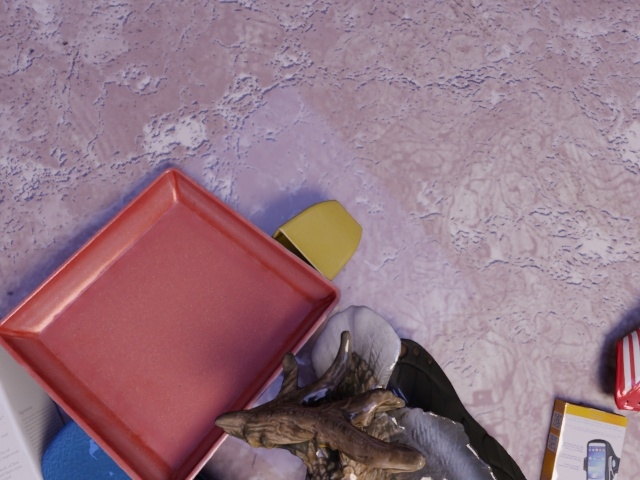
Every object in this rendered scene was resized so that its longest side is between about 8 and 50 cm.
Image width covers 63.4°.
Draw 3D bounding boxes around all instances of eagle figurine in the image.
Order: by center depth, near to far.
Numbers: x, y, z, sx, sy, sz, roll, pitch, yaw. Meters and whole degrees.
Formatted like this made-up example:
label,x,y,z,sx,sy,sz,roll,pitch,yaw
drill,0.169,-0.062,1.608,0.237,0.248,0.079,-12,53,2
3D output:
label,x,y,z,sx,sy,sz,roll,pitch,yaw
eagle figurine,0.040,0.236,0.472,0.225,0.226,0.298,-35,120,-1

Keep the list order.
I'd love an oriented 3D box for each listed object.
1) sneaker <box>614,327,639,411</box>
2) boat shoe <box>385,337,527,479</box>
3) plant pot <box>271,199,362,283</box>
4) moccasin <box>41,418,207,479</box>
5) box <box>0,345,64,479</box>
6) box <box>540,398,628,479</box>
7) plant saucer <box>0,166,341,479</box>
label,x,y,z,sx,sy,sz,roll,pitch,yaw
sneaker,0.428,0.201,0.601,0.128,0.087,0.221,-33,65,23
boat shoe,0.135,0.263,0.575,0.120,0.122,0.324,-37,83,31
plant pot,0.000,0.000,0.598,0.083,0.081,0.081,-43,90,-21
moccasin,-0.126,0.298,0.545,0.138,0.117,0.342,-43,86,-7
box,-0.363,0.196,0.544,0.130,0.091,0.170,-23,88,-6
box,0.315,0.269,0.626,0.081,0.028,0.136,14,86,-3
plant saucer,-0.154,0.082,0.547,0.258,0.047,0.259,36,71,16
